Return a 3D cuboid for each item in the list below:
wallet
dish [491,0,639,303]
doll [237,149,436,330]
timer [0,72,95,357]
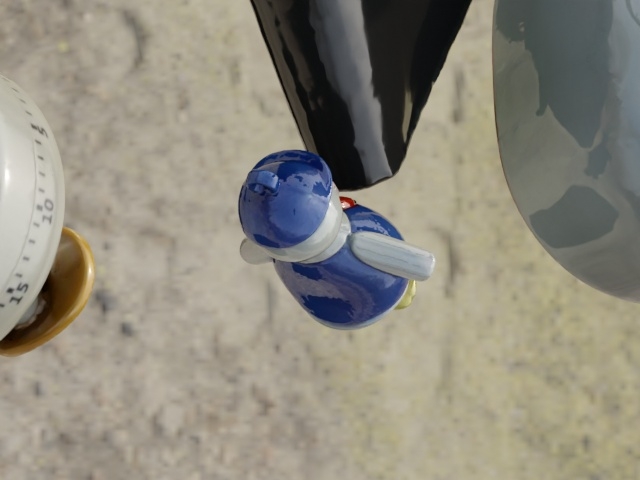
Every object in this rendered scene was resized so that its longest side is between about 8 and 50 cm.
[{"bbox_3d":[-0.009,-0.239,0.892,0.228,0.062,0.406,-69,150,-42],"label":"wallet"},{"bbox_3d":[0.219,-0.087,1.055,0.256,0.117,0.256,7,74,-27],"label":"dish"},{"bbox_3d":[0.000,0.000,0.896,0.143,0.099,0.057,43,57,-57],"label":"doll"},{"bbox_3d":[-0.292,-0.028,1.334,0.240,0.233,0.233,25,69,-56],"label":"timer"}]
